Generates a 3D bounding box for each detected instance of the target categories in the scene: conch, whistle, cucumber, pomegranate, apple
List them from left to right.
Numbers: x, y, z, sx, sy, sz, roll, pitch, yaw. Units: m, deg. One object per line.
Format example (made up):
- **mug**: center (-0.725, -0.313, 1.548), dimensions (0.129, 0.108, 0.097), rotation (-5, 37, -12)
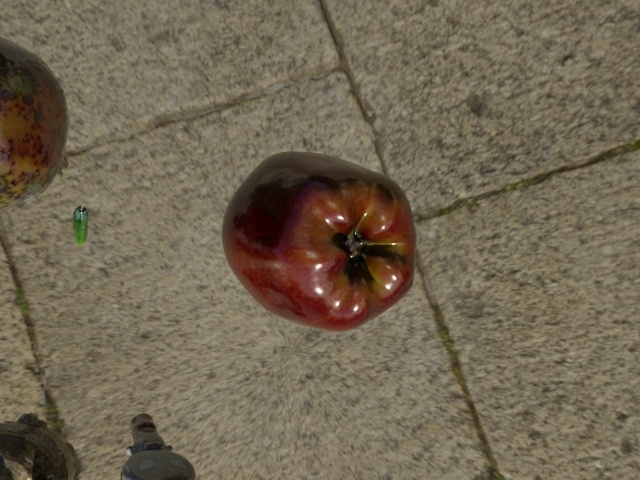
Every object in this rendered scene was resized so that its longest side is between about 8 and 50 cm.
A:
- **conch**: center (-0.736, 0.513, 1.564), dimensions (0.297, 0.352, 0.210), rotation (-32, 57, 10)
- **pomegranate**: center (-0.494, -0.158, 1.058), dimensions (0.285, 0.341, 0.284), rotation (-2, 82, 11)
- **cucumber**: center (-0.575, -0.042, 1.671), dimensions (0.039, 0.168, 0.039), rotation (9, 53, -13)
- **whistle**: center (-0.252, 0.334, 1.046), dimensions (0.107, 0.220, 0.057), rotation (7, 107, -27)
- **apple**: center (0.000, 0.000, 1.098), dimensions (0.288, 0.317, 0.288), rotation (-5, 101, -26)

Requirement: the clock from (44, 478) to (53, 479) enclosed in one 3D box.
- **clock**: center (-0.530, 0.712, 1.445), dimensions (0.120, 0.276, 0.378), rotation (-18, 112, -11)
